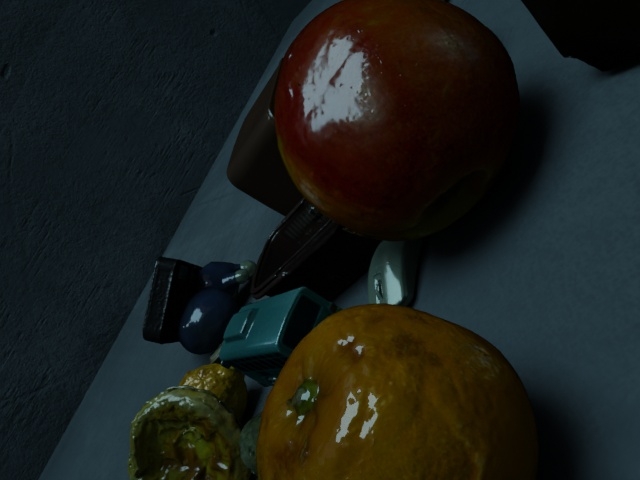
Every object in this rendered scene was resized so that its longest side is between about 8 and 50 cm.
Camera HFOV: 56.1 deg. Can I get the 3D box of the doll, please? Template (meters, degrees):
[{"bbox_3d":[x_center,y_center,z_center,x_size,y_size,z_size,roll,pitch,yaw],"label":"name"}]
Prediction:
[{"bbox_3d":[-0.268,0.167,1.517,0.228,0.154,0.258,-40,33,32],"label":"doll"}]

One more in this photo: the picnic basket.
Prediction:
[{"bbox_3d":[0.007,0.004,1.119,0.297,0.129,0.222,-43,23,33],"label":"picnic basket"}]

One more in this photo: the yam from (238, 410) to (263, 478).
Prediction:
[{"bbox_3d":[-0.022,0.266,0.834,0.194,0.107,0.107,-39,27,39],"label":"yam"}]

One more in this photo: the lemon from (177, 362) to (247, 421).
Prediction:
[{"bbox_3d":[-0.212,0.311,1.159,0.187,0.142,0.142,-51,21,10],"label":"lemon"}]

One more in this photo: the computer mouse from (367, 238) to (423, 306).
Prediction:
[{"bbox_3d":[0.108,0.049,0.931,0.089,0.056,0.182,-42,26,47],"label":"computer mouse"}]

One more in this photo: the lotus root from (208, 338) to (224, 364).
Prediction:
[{"bbox_3d":[-0.231,0.268,1.420,0.083,0.030,0.037,-51,28,21],"label":"lotus root"}]

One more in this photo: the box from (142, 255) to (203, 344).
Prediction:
[{"bbox_3d":[-0.374,0.162,1.592,0.350,0.058,0.211,67,-149,-83],"label":"box"}]

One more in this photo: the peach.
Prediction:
[{"bbox_3d":[0.102,-0.187,0.874,0.372,0.290,0.373,-5,81,35],"label":"peach"}]

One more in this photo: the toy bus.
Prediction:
[{"bbox_3d":[-0.065,0.169,1.020,0.256,0.147,0.128,-23,38,56],"label":"toy bus"}]

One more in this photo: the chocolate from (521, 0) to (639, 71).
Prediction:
[{"bbox_3d":[0.390,-0.426,0.673,0.297,0.326,0.314,-47,13,-22],"label":"chocolate"}]

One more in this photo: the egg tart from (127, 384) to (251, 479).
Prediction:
[{"bbox_3d":[-0.223,0.365,1.038,0.241,0.241,0.106,-54,-9,9],"label":"egg tart"}]

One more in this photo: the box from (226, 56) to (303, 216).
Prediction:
[{"bbox_3d":[-0.074,-0.258,1.539,0.229,0.239,0.339,-47,23,34],"label":"box"}]

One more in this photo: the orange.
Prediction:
[{"bbox_3d":[0.069,0.191,0.558,0.261,0.261,0.261,-47,23,27],"label":"orange"}]
